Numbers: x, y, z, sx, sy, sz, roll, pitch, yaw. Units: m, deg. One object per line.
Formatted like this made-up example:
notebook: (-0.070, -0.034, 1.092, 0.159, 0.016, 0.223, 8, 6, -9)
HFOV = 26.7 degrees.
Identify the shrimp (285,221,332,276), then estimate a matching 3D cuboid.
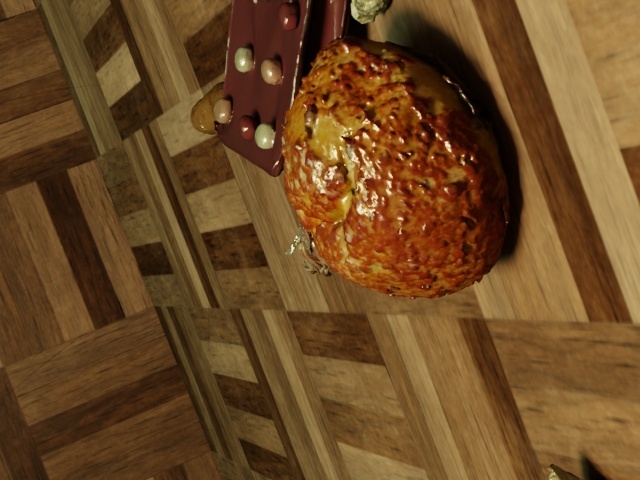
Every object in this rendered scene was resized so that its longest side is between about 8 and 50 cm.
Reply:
shrimp: (0.001, 0.000, 1.522, 0.073, 0.074, 0.190, 31, 165, 8)

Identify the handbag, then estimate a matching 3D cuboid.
handbag: (-0.041, -0.178, 1.323, 0.203, 0.074, 0.216, -141, 54, -61)

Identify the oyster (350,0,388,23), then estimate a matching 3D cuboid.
oyster: (0.031, -0.250, 1.174, 0.100, 0.037, 0.098, 65, 162, 8)

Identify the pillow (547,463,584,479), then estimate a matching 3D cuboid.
pillow: (0.247, 0.294, 1.165, 0.119, 0.053, 0.208, 35, 144, 53)

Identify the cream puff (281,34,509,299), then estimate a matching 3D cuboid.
cream puff: (0.054, -0.058, 1.149, 0.240, 0.164, 0.240, 163, 90, -72)

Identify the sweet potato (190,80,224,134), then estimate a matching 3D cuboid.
sweet potato: (-0.095, -0.162, 1.621, 0.281, 0.059, 0.067, -171, 81, -68)
